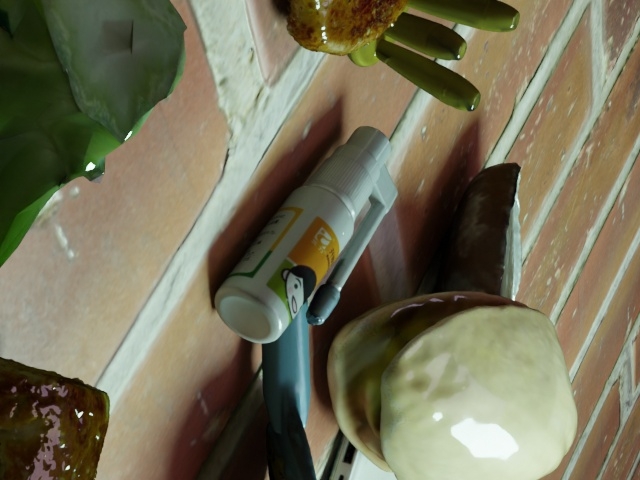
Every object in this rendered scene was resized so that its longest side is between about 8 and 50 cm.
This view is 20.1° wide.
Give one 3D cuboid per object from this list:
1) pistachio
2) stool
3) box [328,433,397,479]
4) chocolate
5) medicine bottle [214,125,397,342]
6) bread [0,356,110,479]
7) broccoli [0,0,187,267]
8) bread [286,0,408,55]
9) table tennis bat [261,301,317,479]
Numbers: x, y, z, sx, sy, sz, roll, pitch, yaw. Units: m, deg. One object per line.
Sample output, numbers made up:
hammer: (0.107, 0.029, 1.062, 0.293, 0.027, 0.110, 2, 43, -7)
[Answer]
pistachio: (0.128, 0.141, 1.702, 0.214, 0.193, 0.318, -55, 146, 2)
stool: (0.090, -0.182, 1.469, 0.134, 0.110, 0.135, -35, 140, -58)
box: (0.063, 0.265, 1.883, 0.142, 0.044, 0.285, -71, 159, -6)
chocolate: (0.160, 0.043, 1.882, 0.254, 0.080, 0.157, 84, 18, -51)
medicine bottle: (0.000, 0.000, 1.454, 0.221, 0.061, 0.092, -55, 131, -37)
bread: (-0.194, 0.156, 1.069, 0.132, 0.103, 0.172, 40, 67, -75)
broccoli: (-0.199, -0.063, 0.668, 0.308, 0.275, 0.308, 30, 55, -56)
bread: (0.026, -0.231, 1.344, 0.193, 0.064, 0.193, -44, 147, -38)
table tennis bat: (-0.019, 0.206, 1.508, 0.215, 0.044, 0.329, -124, -152, -74)
